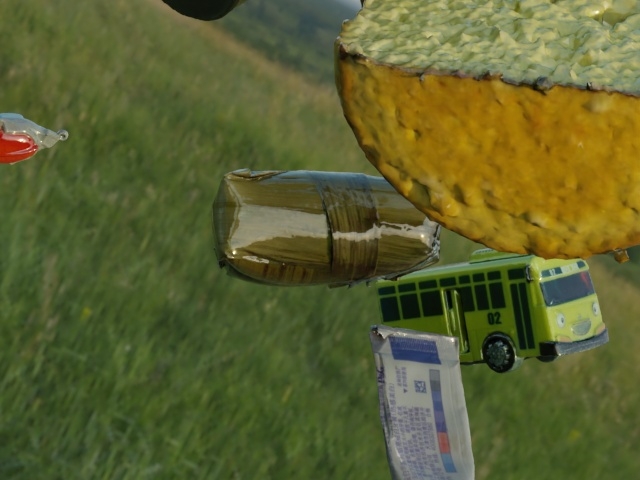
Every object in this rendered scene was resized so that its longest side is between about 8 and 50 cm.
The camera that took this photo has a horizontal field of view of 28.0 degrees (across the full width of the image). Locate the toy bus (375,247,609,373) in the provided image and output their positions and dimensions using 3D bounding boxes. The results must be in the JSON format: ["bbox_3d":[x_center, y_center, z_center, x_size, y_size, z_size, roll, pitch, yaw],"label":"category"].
[{"bbox_3d":[0.204,0.085,1.564,0.262,0.150,0.128,-11,-2,43],"label":"toy bus"}]

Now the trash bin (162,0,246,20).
[{"bbox_3d":[-0.009,-0.328,1.015,0.214,0.334,0.214,38,-29,25],"label":"trash bin"}]

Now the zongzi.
[{"bbox_3d":[0.000,0.000,1.284,0.221,0.112,0.242,5,-11,-5],"label":"zongzi"}]

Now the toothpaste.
[{"bbox_3d":[0.110,0.220,1.317,0.099,0.068,0.282,34,42,-49],"label":"toothpaste"}]

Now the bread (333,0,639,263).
[{"bbox_3d":[0.174,-0.087,0.981,0.340,0.179,0.194,11,35,18],"label":"bread"}]

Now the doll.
[{"bbox_3d":[-0.269,-0.083,1.071,0.114,0.057,0.039,-8,24,-15],"label":"doll"}]
